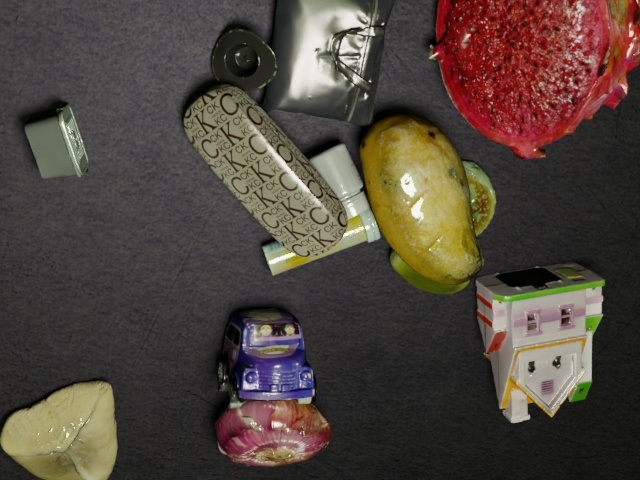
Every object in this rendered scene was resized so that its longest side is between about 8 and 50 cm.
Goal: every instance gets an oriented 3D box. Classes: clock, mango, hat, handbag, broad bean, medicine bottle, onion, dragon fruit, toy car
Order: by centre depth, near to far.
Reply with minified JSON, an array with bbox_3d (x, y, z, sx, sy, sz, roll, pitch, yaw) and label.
[{"bbox_3d":[0.386,-0.344,1.427,0.249,0.371,0.387,-17,107,-33],"label":"dragon fruit"},{"bbox_3d":[-0.125,-0.309,1.449,0.121,0.050,0.121,8,114,17],"label":"hat"},{"bbox_3d":[0.015,-0.330,1.466,0.210,0.089,0.254,5,111,-11],"label":"handbag"},{"bbox_3d":[0.181,-0.070,1.546,0.176,0.175,0.330,-10,104,24],"label":"mango"},{"bbox_3d":[0.034,-0.105,1.547,0.080,0.080,0.130,-26,97,-3],"label":"medicine bottle"},{"bbox_3d":[-0.099,0.217,1.587,0.172,0.235,0.158,0,100,-15],"label":"toy car"},{"bbox_3d":[0.000,0.000,1.607,0.218,0.074,0.074,-20,115,-4],"label":"medicine bottle"},{"bbox_3d":[0.220,0.047,1.673,0.174,0.082,0.124,22,135,-14],"label":"broad bean"},{"bbox_3d":[-0.096,0.356,1.688,0.229,0.164,0.230,-6,155,-3],"label":"onion"},{"bbox_3d":[0.449,0.220,1.765,0.235,0.166,0.310,-8,106,-12],"label":"clock"}]

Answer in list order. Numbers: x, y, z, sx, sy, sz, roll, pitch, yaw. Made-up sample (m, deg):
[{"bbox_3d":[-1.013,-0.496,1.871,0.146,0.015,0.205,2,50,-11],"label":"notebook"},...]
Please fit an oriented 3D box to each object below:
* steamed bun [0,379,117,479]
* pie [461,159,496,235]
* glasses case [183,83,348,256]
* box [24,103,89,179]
[{"bbox_3d":[-0.496,0.389,1.615,0.212,0.110,0.231,-4,110,-13],"label":"steamed bun"},{"bbox_3d":[0.256,-0.068,1.662,0.186,0.041,0.187,-5,114,-12],"label":"pie"},{"bbox_3d":[-0.093,-0.118,1.488,0.137,0.085,0.355,-32,108,34],"label":"glasses case"},{"bbox_3d":[-0.441,-0.161,1.420,0.069,0.084,0.122,-13,113,-1],"label":"box"}]
